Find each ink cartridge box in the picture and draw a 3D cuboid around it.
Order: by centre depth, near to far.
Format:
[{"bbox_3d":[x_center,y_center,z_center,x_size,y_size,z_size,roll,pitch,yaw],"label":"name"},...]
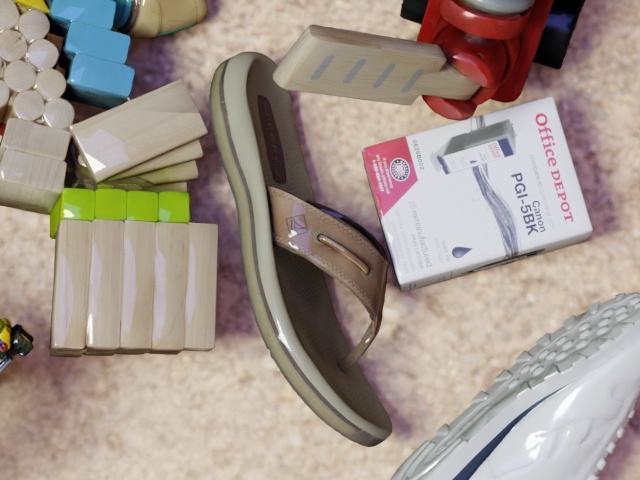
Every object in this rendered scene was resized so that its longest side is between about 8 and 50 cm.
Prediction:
[{"bbox_3d":[0.105,-0.031,1.130,0.135,0.056,0.099,-16,82,1],"label":"ink cartridge box"}]

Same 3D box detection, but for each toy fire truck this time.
[{"bbox_3d":[0.089,-0.171,1.026,0.158,0.246,0.217,20,126,5],"label":"toy fire truck"}]

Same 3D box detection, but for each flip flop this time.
[{"bbox_3d":[0.000,0.000,1.104,0.080,0.112,0.277,-18,76,17],"label":"flip flop"}]

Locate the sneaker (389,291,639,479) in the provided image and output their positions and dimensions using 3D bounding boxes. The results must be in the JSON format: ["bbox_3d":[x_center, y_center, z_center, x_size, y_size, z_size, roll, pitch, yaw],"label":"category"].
[{"bbox_3d":[0.155,0.127,1.104,0.235,0.090,0.095,-40,96,1],"label":"sneaker"}]

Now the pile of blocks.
[{"bbox_3d":[-0.172,-0.080,1.132,0.149,0.112,0.362,-22,87,-18],"label":"pile of blocks"}]

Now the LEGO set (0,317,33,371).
[{"bbox_3d":[-0.360,0.108,1.039,0.331,0.255,0.192,-43,100,5],"label":"LEGO set"}]

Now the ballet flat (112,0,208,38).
[{"bbox_3d":[-0.126,-0.253,1.170,0.073,0.080,0.232,-7,85,-26],"label":"ballet flat"}]
